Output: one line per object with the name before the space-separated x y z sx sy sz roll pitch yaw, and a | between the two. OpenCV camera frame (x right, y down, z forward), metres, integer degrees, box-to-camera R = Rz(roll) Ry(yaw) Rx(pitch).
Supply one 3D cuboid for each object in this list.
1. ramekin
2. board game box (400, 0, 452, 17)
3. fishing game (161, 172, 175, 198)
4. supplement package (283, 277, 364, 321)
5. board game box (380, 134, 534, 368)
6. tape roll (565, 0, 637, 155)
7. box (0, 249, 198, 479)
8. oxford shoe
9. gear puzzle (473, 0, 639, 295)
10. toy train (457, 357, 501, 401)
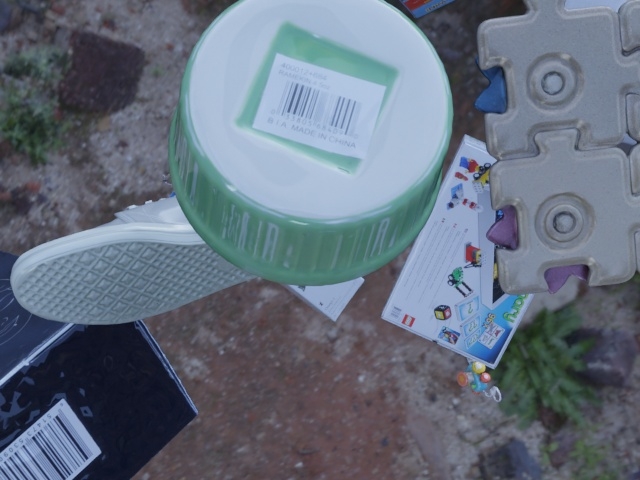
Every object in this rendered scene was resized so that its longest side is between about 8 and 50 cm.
ramekin | -0.008 -0.117 1.063 0.303 0.148 0.304 2 72 -6
board game box | 0.236 -0.474 1.561 0.086 0.308 0.302 69 15 7
fishing game | -0.253 -0.030 1.945 0.041 0.189 0.264 6 64 -42
supplement package | -0.024 0.059 2.001 0.179 0.105 0.105 39 84 -26
board game box | 0.238 0.020 1.525 0.193 0.305 0.053 25 20 2
tape roll | 0.279 -0.141 0.730 0.072 0.219 0.219 41 45 -48
box | -0.549 0.286 1.671 0.480 0.471 0.297 -42 122 -27
oxford shoe | -0.209 0.001 1.432 0.449 0.169 0.130 -16 50 -22
gear puzzle | 0.258 -0.072 0.592 0.338 0.044 0.176 -7 99 1
toy train | 0.285 0.216 1.892 0.046 0.125 0.166 -10 99 -21
